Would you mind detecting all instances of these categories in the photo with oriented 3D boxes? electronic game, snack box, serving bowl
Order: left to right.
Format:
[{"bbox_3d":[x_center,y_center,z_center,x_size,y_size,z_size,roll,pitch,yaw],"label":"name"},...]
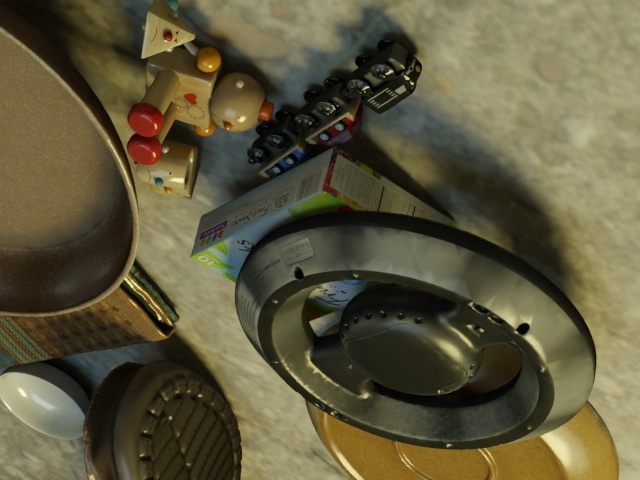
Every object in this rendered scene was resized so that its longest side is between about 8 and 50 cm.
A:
[{"bbox_3d":[-0.220,0.125,1.386,0.083,0.027,0.083,17,141,15],"label":"serving bowl"},{"bbox_3d":[0.000,0.000,1.070,0.100,0.037,0.141,32,146,-27],"label":"snack box"},{"bbox_3d":[0.057,0.060,1.060,0.229,0.048,0.229,13,145,9],"label":"electronic game"}]

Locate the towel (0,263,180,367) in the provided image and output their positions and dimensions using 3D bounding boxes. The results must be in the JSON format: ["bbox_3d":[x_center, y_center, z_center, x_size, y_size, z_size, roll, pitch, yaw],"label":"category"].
[{"bbox_3d":[-0.299,-0.044,1.234,0.271,0.040,0.370,-11,129,41],"label":"towel"}]

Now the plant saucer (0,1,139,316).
[{"bbox_3d":[-0.250,-0.072,1.097,0.311,0.050,0.310,17,142,13],"label":"plant saucer"}]

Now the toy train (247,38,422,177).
[{"bbox_3d":[0.007,-0.074,1.006,0.036,0.027,0.158,32,145,-22],"label":"toy train"}]

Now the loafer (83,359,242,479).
[{"bbox_3d":[-0.139,0.220,1.356,0.130,0.134,0.366,16,143,20],"label":"loafer"}]

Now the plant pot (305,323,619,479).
[{"bbox_3d":[0.091,0.143,1.201,0.236,0.032,0.236,19,142,15],"label":"plant pot"}]

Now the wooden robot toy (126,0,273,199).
[{"bbox_3d":[-0.069,-0.073,1.024,0.079,0.076,0.173,12,142,4],"label":"wooden robot toy"}]
